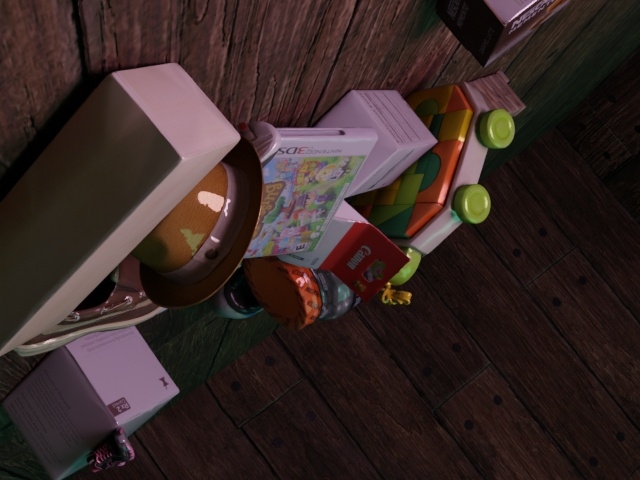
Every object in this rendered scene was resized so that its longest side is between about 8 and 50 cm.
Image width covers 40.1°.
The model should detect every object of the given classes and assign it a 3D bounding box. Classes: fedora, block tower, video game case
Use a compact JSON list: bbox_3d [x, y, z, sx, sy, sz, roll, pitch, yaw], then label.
[{"bbox_3d":[-0.141,-0.029,0.872,0.079,0.194,0.194,26,123,-40],"label":"fedora"},{"bbox_3d":[0.265,-0.228,1.613,0.091,0.097,0.335,-43,172,38],"label":"block tower"},{"bbox_3d":[-0.050,-0.054,1.079,0.193,0.023,0.212,-5,141,-34],"label":"video game case"}]

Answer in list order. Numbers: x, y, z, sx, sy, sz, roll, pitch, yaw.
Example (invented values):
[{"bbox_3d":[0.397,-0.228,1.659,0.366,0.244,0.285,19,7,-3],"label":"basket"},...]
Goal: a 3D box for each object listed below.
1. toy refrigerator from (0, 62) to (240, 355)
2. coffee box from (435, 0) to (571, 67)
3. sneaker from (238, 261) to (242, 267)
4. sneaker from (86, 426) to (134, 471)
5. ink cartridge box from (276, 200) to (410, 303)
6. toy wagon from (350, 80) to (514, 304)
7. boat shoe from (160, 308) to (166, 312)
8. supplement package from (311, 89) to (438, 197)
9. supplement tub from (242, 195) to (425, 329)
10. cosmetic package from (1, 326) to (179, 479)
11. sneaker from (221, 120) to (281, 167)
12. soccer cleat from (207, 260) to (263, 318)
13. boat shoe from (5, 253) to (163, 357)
[{"bbox_3d":[-0.200,-0.025,0.729,0.269,0.094,0.102,-41,178,26],"label":"toy refrigerator"},{"bbox_3d":[0.265,-0.329,1.016,0.246,0.098,0.141,-37,172,-5],"label":"coffee box"},{"bbox_3d":[-0.177,0.048,1.445,0.069,0.038,0.098,-39,163,23],"label":"sneaker"},{"bbox_3d":[-0.301,0.302,1.241,0.057,0.047,0.119,-17,159,-30],"label":"sneaker"},{"bbox_3d":[0.000,0.000,1.259,0.056,0.224,0.181,-44,176,-30],"label":"ink cartridge box"},{"bbox_3d":[0.145,-0.072,1.319,0.267,0.068,0.344,1,-113,56],"label":"toy wagon"},{"bbox_3d":[-0.202,0.031,1.162,0.183,0.065,0.083,-44,165,12],"label":"boat shoe"},{"bbox_3d":[0.071,-0.138,1.220,0.105,0.105,0.179,-41,171,25],"label":"supplement package"},{"bbox_3d":[0.044,0.001,1.526,0.338,0.207,0.207,-34,171,-30],"label":"supplement tub"},{"bbox_3d":[-0.350,0.239,1.337,0.183,0.151,0.151,-42,171,27],"label":"cosmetic package"},{"bbox_3d":[-0.093,-0.076,0.958,0.158,0.061,0.065,-30,150,32],"label":"sneaker"},{"bbox_3d":[-0.076,0.042,1.665,0.331,0.116,0.143,-30,-175,-32],"label":"soccer cleat"},{"bbox_3d":[-0.238,0.050,0.981,0.257,0.095,0.095,-29,162,-46],"label":"boat shoe"}]
